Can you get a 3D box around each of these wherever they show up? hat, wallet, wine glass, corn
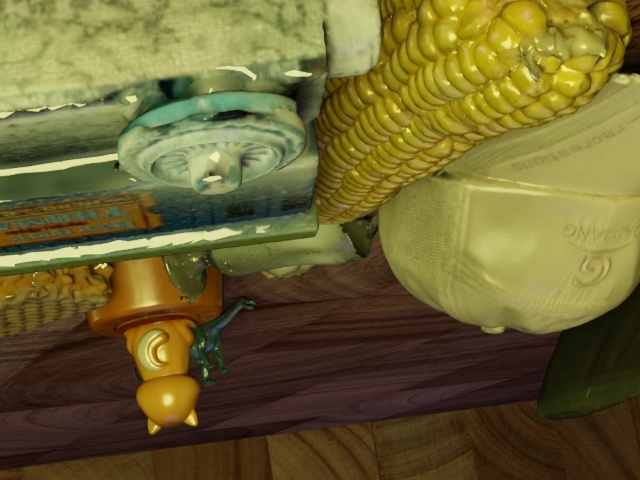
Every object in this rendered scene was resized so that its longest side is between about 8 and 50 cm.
[{"bbox_3d":[0.155,-0.033,0.702,0.232,0.161,0.275,-6,163,-33],"label":"hat"},{"bbox_3d":[0.232,0.012,0.790,0.052,0.245,0.168,29,161,-6],"label":"wallet"},{"bbox_3d":[-0.043,-0.003,0.852,0.155,0.072,0.072,-15,166,22],"label":"wine glass"},{"bbox_3d":[0.044,-0.072,0.573,0.101,0.101,0.291,-4,167,-23],"label":"corn"}]

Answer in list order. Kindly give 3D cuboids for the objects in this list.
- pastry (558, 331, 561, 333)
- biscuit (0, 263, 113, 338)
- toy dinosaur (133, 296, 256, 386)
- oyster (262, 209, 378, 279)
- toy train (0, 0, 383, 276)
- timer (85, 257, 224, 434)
[{"bbox_3d":[0.307,0.048,1.269,0.156,0.092,0.156,-15,162,-5],"label":"pastry"},{"bbox_3d":[-0.327,0.065,0.952,0.378,0.054,0.094,-18,165,28],"label":"biscuit"},{"bbox_3d":[-0.139,0.120,1.257,0.197,0.080,0.045,-32,151,30],"label":"toy dinosaur"},{"bbox_3d":[0.000,0.000,0.943,0.121,0.045,0.146,5,153,-38],"label":"oyster"},{"bbox_3d":[-0.128,-0.049,0.466,0.299,0.131,0.202,-7,168,-6],"label":"toy train"},{"bbox_3d":[-0.138,0.089,0.976,0.132,0.152,0.132,-9,166,-2],"label":"timer"}]
